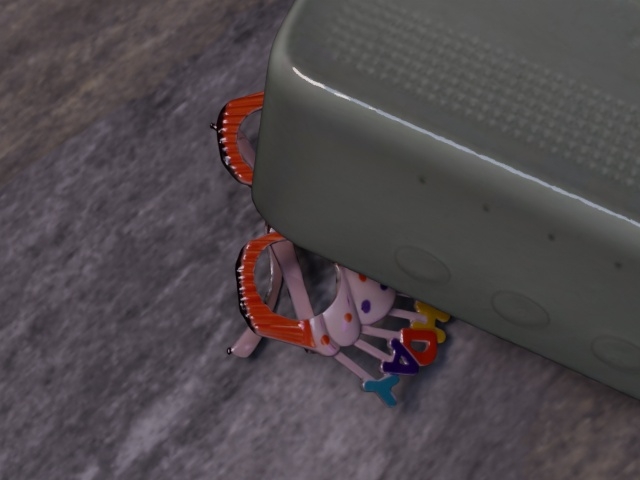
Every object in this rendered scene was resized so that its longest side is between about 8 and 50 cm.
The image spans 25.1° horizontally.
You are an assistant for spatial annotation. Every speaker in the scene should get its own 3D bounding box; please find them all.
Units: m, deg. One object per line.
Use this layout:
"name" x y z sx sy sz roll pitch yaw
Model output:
"speaker" 0.162 -0.043 0.887 0.406 0.184 0.183 24 67 8

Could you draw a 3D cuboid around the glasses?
"glasses" 0.008 -0.002 1.024 0.162 0.095 0.255 -3 74 -15
